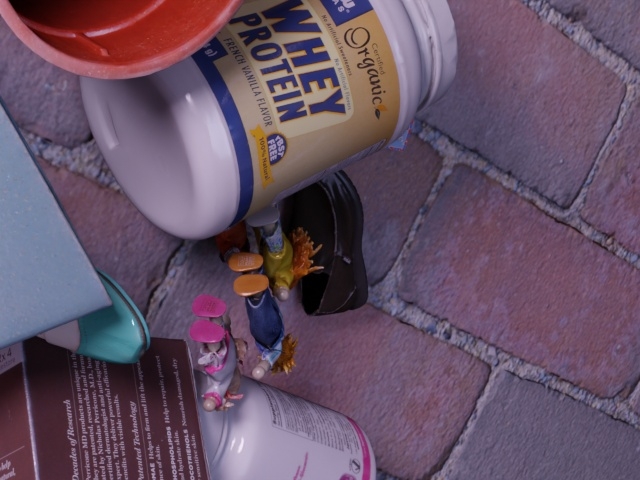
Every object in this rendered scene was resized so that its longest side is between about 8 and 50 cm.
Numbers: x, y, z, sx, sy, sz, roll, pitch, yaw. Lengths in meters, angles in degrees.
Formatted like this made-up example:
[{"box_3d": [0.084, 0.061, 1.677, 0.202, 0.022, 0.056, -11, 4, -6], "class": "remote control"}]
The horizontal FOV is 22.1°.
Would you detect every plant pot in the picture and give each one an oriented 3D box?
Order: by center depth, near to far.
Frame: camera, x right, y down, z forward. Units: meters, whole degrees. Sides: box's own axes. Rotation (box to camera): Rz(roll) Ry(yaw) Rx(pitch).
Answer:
[{"box_3d": [-0.220, -0.296, 1.338, 0.272, 0.265, 0.272, -18, 120, -34], "class": "plant pot"}, {"box_3d": [-0.361, -0.031, 1.365, 0.252, 0.247, 0.248, -29, 128, -7], "class": "plant pot"}]

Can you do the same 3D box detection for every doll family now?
[{"box_3d": [-0.059, 0.054, 1.663, 0.163, 0.118, 0.263, 78, 12, -55], "class": "doll family"}]

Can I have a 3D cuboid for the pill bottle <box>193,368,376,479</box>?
[{"box_3d": [-0.084, 0.232, 1.773, 0.283, 0.160, 0.160, 26, 91, -44], "class": "pill bottle"}]

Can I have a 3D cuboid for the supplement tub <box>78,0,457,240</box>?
[{"box_3d": [-0.046, -0.160, 1.576, 0.316, 0.228, 0.228, -29, 126, -28], "class": "supplement tub"}]

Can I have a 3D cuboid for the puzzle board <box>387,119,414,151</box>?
[{"box_3d": [0.063, -0.153, 1.826, 0.128, 0.011, 0.096, 7, 105, -43], "class": "puzzle board"}]

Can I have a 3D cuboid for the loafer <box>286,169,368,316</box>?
[{"box_3d": [0.000, 0.000, 1.793, 0.078, 0.080, 0.220, -32, 128, -27], "class": "loafer"}]

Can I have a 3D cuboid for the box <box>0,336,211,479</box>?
[{"box_3d": [-0.241, 0.190, 1.571, 0.203, 0.168, 0.167, 8, 63, -43], "class": "box"}]

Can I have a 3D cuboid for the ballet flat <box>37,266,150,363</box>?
[{"box_3d": [-0.249, 0.047, 1.487, 0.087, 0.247, 0.083, -17, 128, -31], "class": "ballet flat"}]
